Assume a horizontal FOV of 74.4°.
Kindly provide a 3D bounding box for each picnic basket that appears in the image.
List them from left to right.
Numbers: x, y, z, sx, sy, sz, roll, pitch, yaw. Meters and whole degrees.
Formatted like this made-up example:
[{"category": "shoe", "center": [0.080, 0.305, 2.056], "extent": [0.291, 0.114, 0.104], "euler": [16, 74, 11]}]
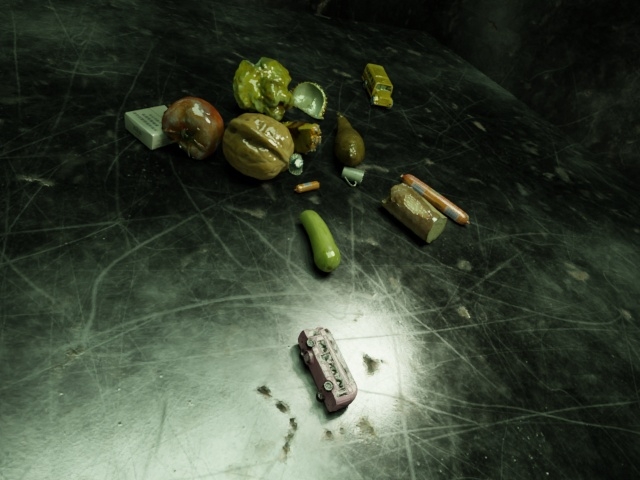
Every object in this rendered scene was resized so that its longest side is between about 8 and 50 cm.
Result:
[{"category": "picnic basket", "center": [-0.094, -0.293, 1.628], "extent": [0.065, 0.083, 0.083], "euler": [-1, 1, -22]}]

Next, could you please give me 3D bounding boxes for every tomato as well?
[{"category": "tomato", "center": [-0.434, -0.413, 1.483], "extent": [0.214, 0.155, 0.181], "euler": [36, 47, -20]}]

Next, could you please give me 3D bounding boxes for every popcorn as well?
[{"category": "popcorn", "center": [-0.236, -0.652, 1.828], "extent": [0.276, 0.225, 0.277], "euler": [-1, 80, 6]}]

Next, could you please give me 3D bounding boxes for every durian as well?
[{"category": "durian", "center": [-0.055, -0.678, 2.026], "extent": [0.252, 0.144, 0.139], "euler": [36, 65, 10]}]

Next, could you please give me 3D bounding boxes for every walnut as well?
[{"category": "walnut", "center": [-0.217, -0.333, 1.495], "extent": [0.257, 0.257, 0.224], "euler": [30, 75, 10]}]

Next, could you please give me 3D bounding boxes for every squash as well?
[{"category": "squash", "center": [0.000, 0.000, 1.334], "extent": [0.083, 0.083, 0.250], "euler": [0, 43, -22]}]

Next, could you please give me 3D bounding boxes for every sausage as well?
[{"category": "sausage", "center": [-0.054, -0.197, 1.558], "extent": [0.107, 0.031, 0.031], "euler": [-17, 53, -35]}, {"category": "sausage", "center": [0.466, -0.173, 1.726], "extent": [0.348, 0.053, 0.053], "euler": [40, 45, 21]}]

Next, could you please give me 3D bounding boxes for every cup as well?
[{"category": "cup", "center": [0.126, -0.253, 1.687], "extent": [0.083, 0.075, 0.054], "euler": [20, 4, 3]}]

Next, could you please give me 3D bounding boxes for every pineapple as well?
[{"category": "pineapple", "center": [-0.081, -0.405, 1.700], "extent": [0.233, 0.135, 0.079], "euler": [22, 56, 43]}]

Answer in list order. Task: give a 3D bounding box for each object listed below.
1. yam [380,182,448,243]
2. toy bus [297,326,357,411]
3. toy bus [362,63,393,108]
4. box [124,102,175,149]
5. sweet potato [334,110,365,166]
[{"category": "yam", "center": [0.347, -0.107, 1.560], "extent": [0.128, 0.129, 0.238], "euler": [-42, 64, -8]}, {"category": "toy bus", "center": [0.015, 0.306, 1.024], "extent": [0.090, 0.063, 0.203], "euler": [-6, 50, -31]}, {"category": "toy bus", "center": [0.324, -0.866, 2.360], "extent": [0.121, 0.123, 0.336], "euler": [7, 43, -16]}, {"category": "box", "center": [-0.566, -0.436, 1.573], "extent": [0.168, 0.071, 0.259], "euler": [38, 45, 18]}, {"category": "sweet potato", "center": [0.115, -0.426, 1.796], "extent": [0.130, 0.131, 0.423], "euler": [11, 36, -11]}]
